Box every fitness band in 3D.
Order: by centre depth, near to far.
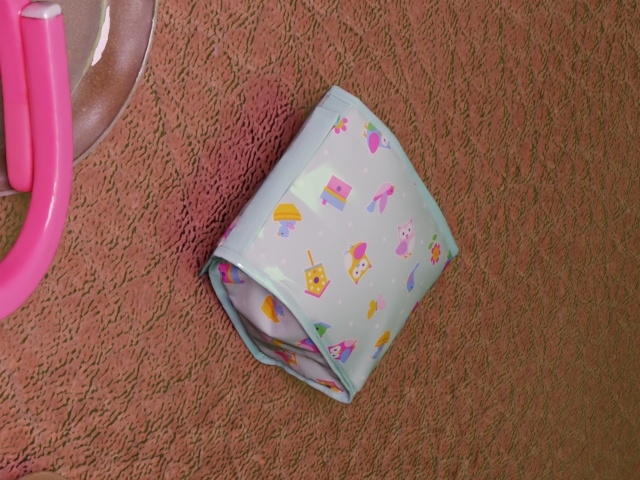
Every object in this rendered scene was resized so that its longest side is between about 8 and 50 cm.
[{"bbox_3d":[-0.256,-0.078,1.028,0.209,0.054,0.291,-45,138,-60],"label":"fitness band"}]

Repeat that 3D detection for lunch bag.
[{"bbox_3d":[0.000,0.000,1.409,0.223,0.160,0.262,-54,144,-19],"label":"lunch bag"}]

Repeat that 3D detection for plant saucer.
[{"bbox_3d":[-0.258,-0.190,1.116,0.311,0.050,0.310,-21,120,-42],"label":"plant saucer"}]

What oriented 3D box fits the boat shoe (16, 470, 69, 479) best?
[{"bbox_3d":[-0.314,0.328,1.242,0.104,0.089,0.285,42,68,-21],"label":"boat shoe"}]
